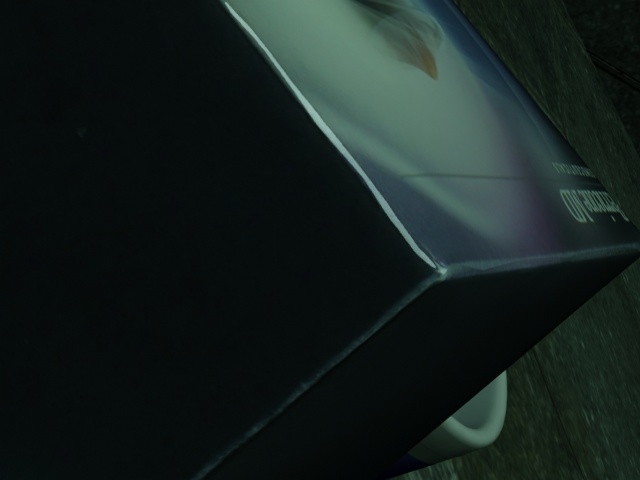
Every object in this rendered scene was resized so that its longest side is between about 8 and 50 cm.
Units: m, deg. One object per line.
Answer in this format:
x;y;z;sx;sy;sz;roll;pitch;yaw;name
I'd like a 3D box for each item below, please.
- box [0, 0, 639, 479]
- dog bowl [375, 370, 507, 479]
-0.069;-0.053;0.619;0.294;0.183;0.296;53;16;10;box
0.000;0.000;1.027;0.265;0.104;0.265;57;21;-35;dog bowl
